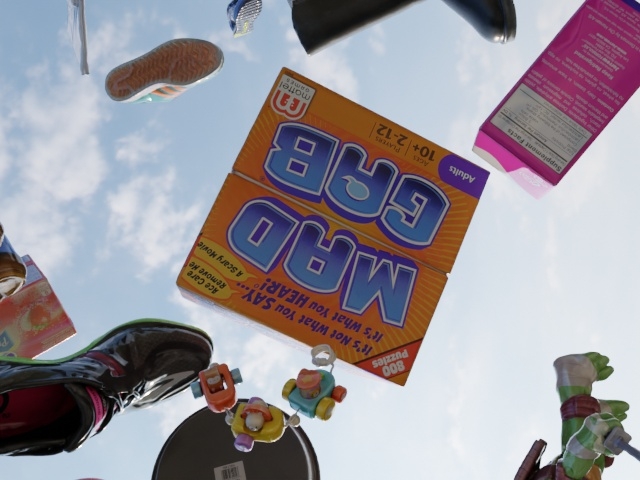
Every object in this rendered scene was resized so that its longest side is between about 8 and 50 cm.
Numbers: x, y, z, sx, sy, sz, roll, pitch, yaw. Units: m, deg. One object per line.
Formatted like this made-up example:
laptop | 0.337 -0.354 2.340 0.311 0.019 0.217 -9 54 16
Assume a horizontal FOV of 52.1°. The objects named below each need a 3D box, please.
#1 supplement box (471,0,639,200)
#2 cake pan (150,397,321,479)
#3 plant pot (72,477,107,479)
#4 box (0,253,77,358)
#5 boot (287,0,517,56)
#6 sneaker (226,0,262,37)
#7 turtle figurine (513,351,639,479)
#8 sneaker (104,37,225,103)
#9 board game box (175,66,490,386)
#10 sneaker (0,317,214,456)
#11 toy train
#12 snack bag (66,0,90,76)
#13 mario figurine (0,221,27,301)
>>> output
supplement box | 0.292 -0.170 0.773 0.220 0.114 0.111 -49 -10 3
cake pan | -0.146 0.403 1.103 0.054 0.293 0.293 88 -159 -60
plant pot | -0.456 0.574 1.258 0.191 0.174 0.191 -8 -60 -14
box | -0.645 0.173 1.238 0.300 0.154 0.142 -32 -57 -25
boot | 0.159 -0.512 1.434 0.146 0.445 0.367 64 -170 -62
sneaker | -0.150 -0.438 1.241 0.053 0.144 0.059 -21 -90 -20
turtle figurine | 0.341 0.259 0.724 0.198 0.274 0.266 32 -138 -7
sneaker | -0.341 -0.386 1.507 0.121 0.302 0.108 -17 -83 -69
board game box | 0.000 0.000 1.107 0.356 0.356 0.356 25 -102 -6
sneaker | -0.379 0.260 1.076 0.483 0.202 0.185 -11 -66 -39
toy train | -0.057 0.154 0.706 0.125 0.166 0.046 -113 10 -49
snack bag | -0.598 -0.608 1.560 0.037 0.323 0.342 -8 -51 -24
mario figurine | -0.396 -0.073 0.618 0.170 0.198 0.320 3 -136 -47
